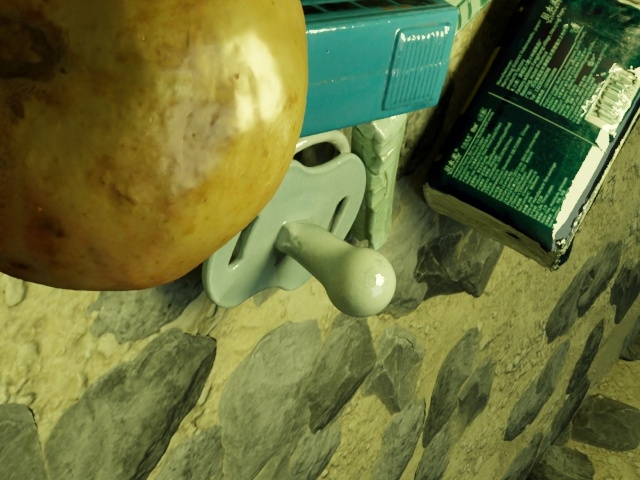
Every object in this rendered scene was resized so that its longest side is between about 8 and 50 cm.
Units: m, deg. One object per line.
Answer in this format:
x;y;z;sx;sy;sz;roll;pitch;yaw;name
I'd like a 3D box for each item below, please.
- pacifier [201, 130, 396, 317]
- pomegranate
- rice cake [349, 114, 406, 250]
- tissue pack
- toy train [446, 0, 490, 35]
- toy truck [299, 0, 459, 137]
0.000;0.000;1.218;0.299;0.233;0.244;-15;140;-54;pacifier
-0.168;-0.123;0.788;0.338;0.338;0.338;-38;142;-38;pomegranate
0.075;-0.091;1.379;0.066;0.063;0.336;-51;162;-20;rice cake
0.370;-0.189;1.611;0.416;0.264;0.253;-62;168;-5;tissue pack
0.108;-0.266;1.340;0.407;0.088;0.086;-46;148;-27;toy train
-0.025;-0.205;1.070;0.385;0.162;0.161;-17;128;-42;toy truck
